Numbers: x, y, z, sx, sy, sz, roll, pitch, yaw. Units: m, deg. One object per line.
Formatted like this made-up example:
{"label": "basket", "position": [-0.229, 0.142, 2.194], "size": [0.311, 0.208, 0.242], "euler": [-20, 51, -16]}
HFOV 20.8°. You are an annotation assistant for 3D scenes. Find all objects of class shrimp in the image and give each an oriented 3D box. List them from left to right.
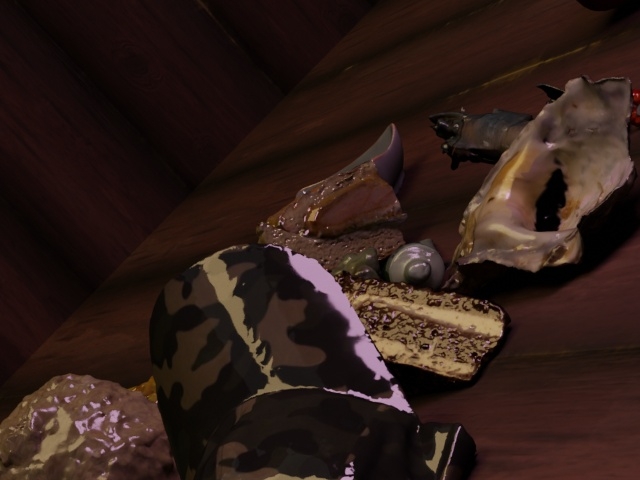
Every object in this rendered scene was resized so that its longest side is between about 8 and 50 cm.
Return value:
{"label": "shrimp", "position": [0.265, -0.146, 2.146], "size": [0.178, 0.075, 0.289], "euler": [-24, 14, -29]}

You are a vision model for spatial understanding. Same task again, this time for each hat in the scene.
{"label": "hat", "position": [-0.073, 0.192, 1.678], "size": [0.366, 0.382, 0.257], "euler": [-41, -13, 20]}

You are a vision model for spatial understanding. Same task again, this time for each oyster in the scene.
{"label": "oyster", "position": [0.246, -0.041, 1.881], "size": [0.275, 0.100, 0.271], "euler": [-62, 17, -7]}

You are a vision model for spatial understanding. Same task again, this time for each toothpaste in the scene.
{"label": "toothpaste", "position": [0.109, 0.035, 2.085], "size": [0.099, 0.061, 0.392], "euler": [-42, -1, 1]}

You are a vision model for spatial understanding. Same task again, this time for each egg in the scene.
{"label": "egg", "position": [-0.278, 0.297, 2.000], "size": [0.310, 0.279, 0.279], "euler": [-45, 12, 15]}

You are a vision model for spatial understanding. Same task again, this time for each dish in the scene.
{"label": "dish", "position": [0.045, -0.071, 2.660], "size": [0.212, 0.077, 0.151], "euler": [-36, 12, 28]}

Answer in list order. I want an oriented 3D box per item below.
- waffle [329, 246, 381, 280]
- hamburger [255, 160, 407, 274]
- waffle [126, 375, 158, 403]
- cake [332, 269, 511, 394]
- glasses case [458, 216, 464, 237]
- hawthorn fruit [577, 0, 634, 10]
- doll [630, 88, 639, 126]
{"label": "waffle", "position": [-0.029, 0.132, 2.148], "size": [0.309, 0.056, 0.292], "euler": [-51, 4, -3]}
{"label": "hamburger", "position": [0.000, 0.000, 2.350], "size": [0.207, 0.135, 0.155], "euler": [-30, -1, -33]}
{"label": "waffle", "position": [-0.239, 0.247, 2.365], "size": [0.312, 0.060, 0.307], "euler": [-31, 12, -34]}
{"label": "cake", "position": [0.109, 0.124, 1.901], "size": [0.246, 0.135, 0.112], "euler": [10, 57, 36]}
{"label": "glasses case", "position": [0.225, -0.055, 2.134], "size": [0.063, 0.041, 0.164], "euler": [-20, 23, 52]}
{"label": "hawthorn fruit", "position": [0.433, -0.444, 2.458], "size": [0.253, 0.205, 0.205], "euler": [-31, 16, 24]}
{"label": "doll", "position": [0.410, -0.184, 1.969], "size": [0.104, 0.062, 0.194], "euler": [-48, 7, -30]}
